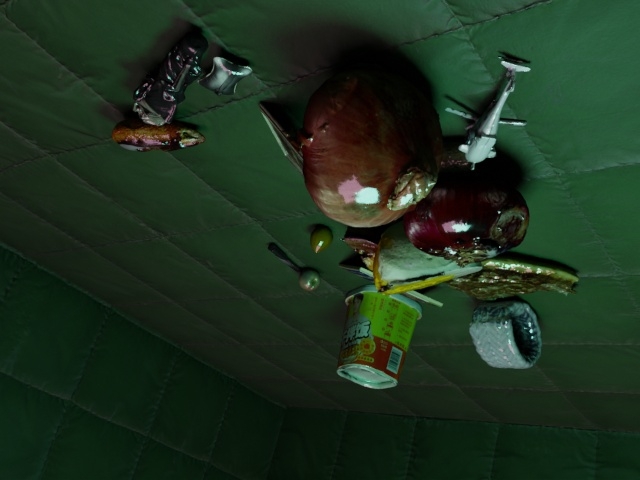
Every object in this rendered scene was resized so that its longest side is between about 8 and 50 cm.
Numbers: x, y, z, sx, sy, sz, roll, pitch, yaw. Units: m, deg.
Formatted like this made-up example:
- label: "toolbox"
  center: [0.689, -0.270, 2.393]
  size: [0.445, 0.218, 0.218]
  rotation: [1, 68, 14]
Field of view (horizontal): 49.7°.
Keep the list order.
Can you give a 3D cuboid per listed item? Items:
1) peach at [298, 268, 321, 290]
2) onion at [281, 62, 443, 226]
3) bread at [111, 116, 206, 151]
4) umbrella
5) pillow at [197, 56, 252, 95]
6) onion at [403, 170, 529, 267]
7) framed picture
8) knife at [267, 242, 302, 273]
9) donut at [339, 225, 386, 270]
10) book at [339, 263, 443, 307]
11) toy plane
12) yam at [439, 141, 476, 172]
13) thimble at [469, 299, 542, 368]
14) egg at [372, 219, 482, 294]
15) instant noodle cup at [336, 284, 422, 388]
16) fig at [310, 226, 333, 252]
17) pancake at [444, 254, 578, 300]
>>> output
- label: "peach"
  center: [-0.040, 0.143, 2.507]
  size: [0.083, 0.083, 0.083]
  rotation: [13, 153, 7]
- label: "onion"
  center: [0.099, -0.200, 1.497]
  size: [0.353, 0.354, 0.354]
  rotation: [13, 153, 7]
- label: "bread"
  center: [-0.446, -0.293, 1.888]
  size: [0.268, 0.095, 0.139]
  rotation: [-4, 175, 25]
- label: "umbrella"
  center: [-0.363, -0.380, 1.656]
  size: [0.113, 0.106, 0.357]
  rotation: [31, 150, -20]
- label: "pillow"
  center: [-0.226, -0.386, 1.624]
  size: [0.091, 0.055, 0.135]
  rotation: [39, 147, -12]
- label: "onion"
  center: [0.352, -0.067, 1.690]
  size: [0.313, 0.233, 0.314]
  rotation: [0, 165, 0]
- label: "framed picture"
  center: [-0.058, -0.204, 1.722]
  size: [0.274, 0.017, 0.217]
  rotation: [52, 175, 38]
- label: "knife"
  center: [-0.126, 0.071, 2.490]
  size: [0.060, 0.028, 0.230]
  rotation: [11, 159, 38]
- label: "donut"
  center: [0.170, 0.015, 2.136]
  size: [0.141, 0.085, 0.217]
  rotation: [1, 151, 28]
- label: "book"
  center: [0.234, 0.153, 2.351]
  size: [0.322, 0.018, 0.228]
  rotation: [24, 174, -15]
- label: "toy plane"
  center: [0.375, -0.256, 1.476]
  size: [0.181, 0.107, 0.273]
  rotation: [20, 150, -18]
- label: "yam"
  center: [0.288, -0.200, 1.665]
  size: [0.179, 0.078, 0.078]
  rotation: [4, 151, 29]
- label: "thimble"
  center: [0.618, 0.312, 2.305]
  size: [0.157, 0.217, 0.245]
  rotation: [-11, 137, 41]
- label: "egg"
  center: [0.290, 0.032, 1.964]
  size: [0.336, 0.201, 0.337]
  rotation: [-12, 174, -1]
- label: "instant noodle cup"
  center: [0.202, 0.364, 2.540]
  size: [0.293, 0.308, 0.294]
  rotation: [14, 153, 7]
- label: "fig"
  center: [0.000, 0.000, 2.202]
  size: [0.073, 0.088, 0.074]
  rotation: [24, 170, 5]
- label: "pancake"
  center: [0.576, 0.112, 2.140]
  size: [0.426, 0.067, 0.304]
  rotation: [-9, 151, 40]
